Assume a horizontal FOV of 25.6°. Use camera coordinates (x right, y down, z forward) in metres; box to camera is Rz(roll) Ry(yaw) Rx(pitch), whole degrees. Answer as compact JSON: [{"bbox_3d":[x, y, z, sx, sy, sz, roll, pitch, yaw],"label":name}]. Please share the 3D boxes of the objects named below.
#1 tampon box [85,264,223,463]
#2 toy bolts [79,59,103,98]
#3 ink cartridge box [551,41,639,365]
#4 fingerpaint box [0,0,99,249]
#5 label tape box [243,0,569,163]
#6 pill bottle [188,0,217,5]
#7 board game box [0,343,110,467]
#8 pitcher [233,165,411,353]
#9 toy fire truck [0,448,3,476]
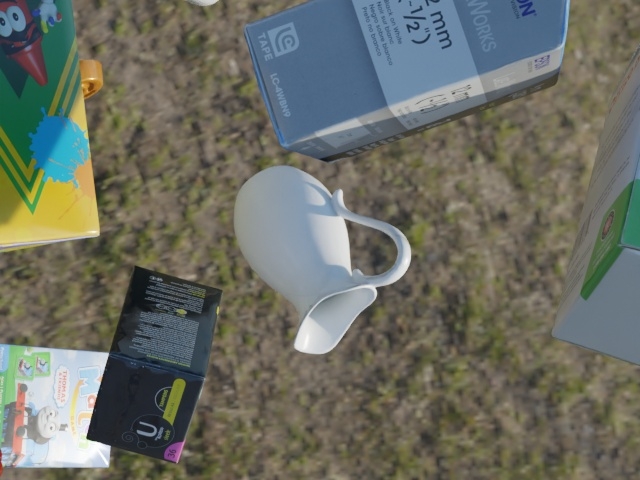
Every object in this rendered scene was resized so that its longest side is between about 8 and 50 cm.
[{"bbox_3d":[-0.171,0.128,1.474,0.102,0.120,0.161,15,33,-6],"label":"tampon box"},{"bbox_3d":[-0.433,-0.248,1.897,0.218,0.229,0.158,-8,74,-57],"label":"toy bolts"},{"bbox_3d":[0.324,-0.055,1.302,0.122,0.211,0.289,18,64,2],"label":"ink cartridge box"},{"bbox_3d":[-0.436,-0.156,1.425,0.163,0.445,0.371,-6,90,-45],"label":"fingerpaint box"},{"bbox_3d":[0.132,-0.174,1.204,0.249,0.348,0.115,3,71,-81],"label":"label tape box"},{"bbox_3d":[-0.152,-0.469,1.757,0.182,0.181,0.322,20,96,-38],"label":"pill bottle"},{"bbox_3d":[-0.366,0.222,1.879,0.211,0.039,0.160,11,81,-51],"label":"board game box"},{"bbox_3d":[0.000,0.000,1.634,0.125,0.178,0.207,33,24,-56],"label":"pitcher"},{"bbox_3d":[-0.377,0.203,1.246,0.246,0.217,0.158,-86,155,-77],"label":"toy fire truck"}]
